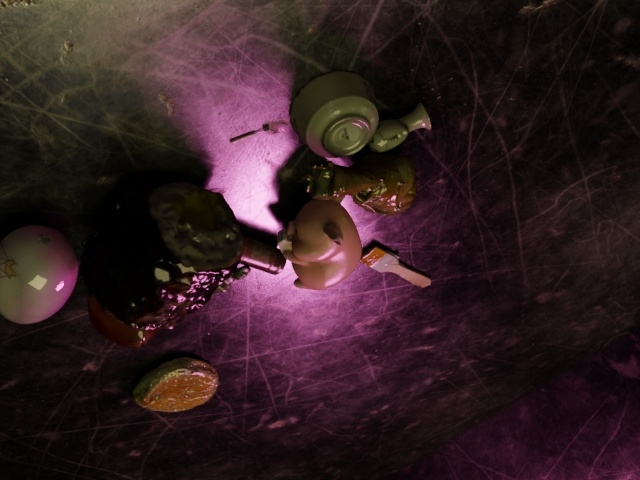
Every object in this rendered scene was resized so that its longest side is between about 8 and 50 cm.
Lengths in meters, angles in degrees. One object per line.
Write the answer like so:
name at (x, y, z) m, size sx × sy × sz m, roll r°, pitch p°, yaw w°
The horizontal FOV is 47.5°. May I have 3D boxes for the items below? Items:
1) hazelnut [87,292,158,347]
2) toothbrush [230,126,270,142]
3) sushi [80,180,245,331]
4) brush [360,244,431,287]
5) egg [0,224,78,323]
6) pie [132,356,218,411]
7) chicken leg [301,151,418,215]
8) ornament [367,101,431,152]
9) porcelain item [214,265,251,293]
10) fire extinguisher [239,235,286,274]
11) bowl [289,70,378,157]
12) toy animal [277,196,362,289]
hazelnut at (-0.488, 0.184, 1.856) m, size 0.208 × 0.208 × 0.208 m, roll -13°, pitch 141°, yaw -11°
toothbrush at (-0.161, -0.241, 1.667) m, size 0.097 × 0.008 × 0.006 m, roll -20°, pitch 128°, yaw -1°
sushi at (-0.367, 0.031, 1.673) m, size 0.299 × 0.281 × 0.294 m, roll 14°, pitch 136°, yaw -46°
brush at (0.241, 0.088, 2.235) m, size 0.085 × 0.020 × 0.336 m, roll -40°, pitch 139°, yaw 21°
egg at (-0.664, 0.083, 1.666) m, size 0.196 × 0.196 × 0.271 m, roll 17°, pitch 138°, yaw -39°
pie at (-0.453, 0.461, 2.310) m, size 0.277 × 0.078 × 0.277 m, roll -16°, pitch 146°, yaw -11°
chicken leg at (0.102, -0.134, 1.728) m, size 0.201 × 0.152 × 0.429 m, roll -22°, pitch 170°, yaw 32°
ornament at (0.184, -0.265, 1.747) m, size 0.156 × 0.081 × 0.075 m, roll -25°, pitch 123°, yaw -1°
porcelain item at (-0.277, 0.112, 1.942) m, size 0.216 × 0.069 × 0.081 m, roll -21°, pitch 149°, yaw 20°
fire extinguisher at (-0.192, 0.022, 1.895) m, size 0.106 × 0.075 × 0.252 m, roll -14°, pitch 153°, yaw 43°
bowl at (0.045, -0.268, 1.653) m, size 0.211 × 0.112 × 0.211 m, roll -14°, pitch 141°, yaw -12°
toy animal at (-0.002, -0.002, 1.897) m, size 0.213 × 0.195 × 0.256 m, roll -6°, pitch 144°, yaw 14°
